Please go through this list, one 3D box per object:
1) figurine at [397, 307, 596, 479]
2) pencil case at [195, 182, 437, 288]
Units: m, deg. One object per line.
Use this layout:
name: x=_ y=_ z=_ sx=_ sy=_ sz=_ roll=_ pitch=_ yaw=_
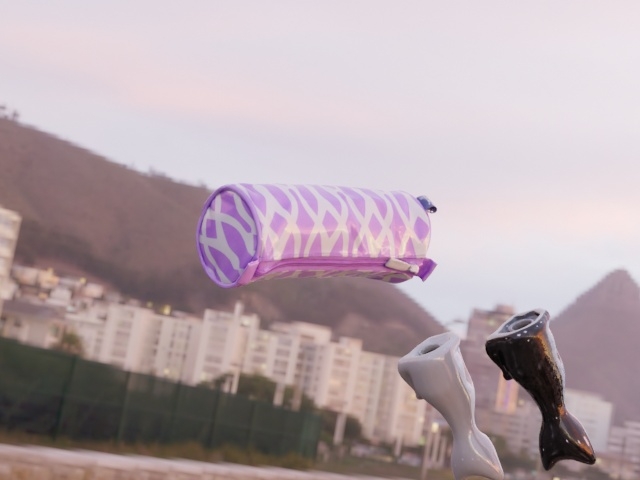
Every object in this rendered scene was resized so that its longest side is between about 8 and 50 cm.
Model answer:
figurine: x=0.233 y=0.218 z=1.546 sx=0.214 sy=0.210 sz=0.092 roll=-18 pitch=9 yaw=29
pencil case: x=0.000 y=0.000 z=0.956 sx=0.206 sy=0.088 sz=0.086 roll=0 pitch=-41 yaw=-39
